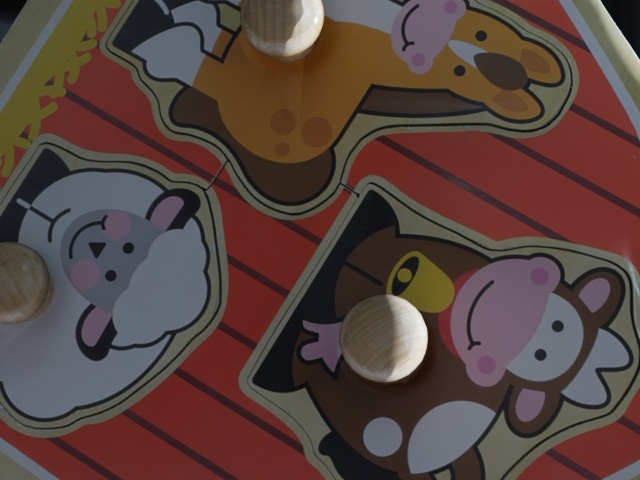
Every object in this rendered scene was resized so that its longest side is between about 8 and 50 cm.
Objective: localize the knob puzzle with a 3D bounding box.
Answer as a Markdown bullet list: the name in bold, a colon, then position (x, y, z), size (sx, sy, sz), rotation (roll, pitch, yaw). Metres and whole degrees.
- **knob puzzle**: position (0.000, 0.000, 0.357), size (0.213, 0.213, 0.030), rotation (0, -12, 8)
